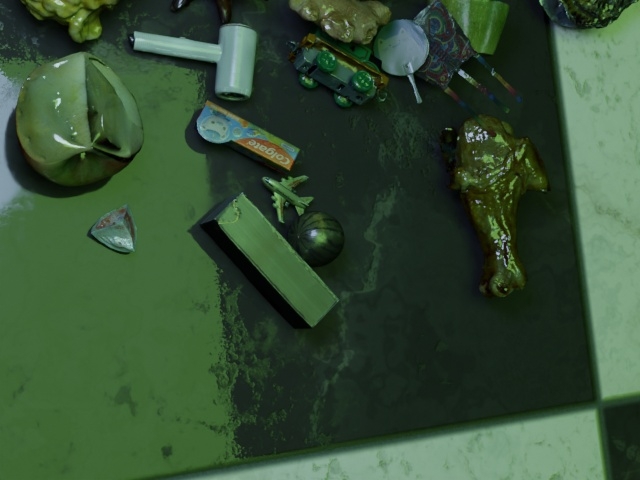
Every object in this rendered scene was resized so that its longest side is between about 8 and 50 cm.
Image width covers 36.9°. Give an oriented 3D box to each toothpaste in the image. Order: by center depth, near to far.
[{"bbox_3d":[-0.139,-0.179,1.765,0.193,0.044,0.070,27,74,-8],"label":"toothpaste"}]

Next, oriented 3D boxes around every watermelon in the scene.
[{"bbox_3d":[-0.346,-0.017,1.662,0.085,0.061,0.085,4,75,-16],"label":"watermelon"},{"bbox_3d":[0.000,0.000,1.789,0.133,0.105,0.105,15,77,-44],"label":"watermelon"}]

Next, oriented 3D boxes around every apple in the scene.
[{"bbox_3d":[-0.404,-0.197,1.603,0.207,0.174,0.188,-9,68,-22],"label":"apple"}]

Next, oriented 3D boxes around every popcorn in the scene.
[{"bbox_3d":[-0.405,-0.465,1.627,0.235,0.181,0.216,-36,100,-18],"label":"popcorn"}]

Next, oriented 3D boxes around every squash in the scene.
[{"bbox_3d":[0.295,-0.435,1.940,0.170,0.170,0.122,-1,97,-23],"label":"squash"}]

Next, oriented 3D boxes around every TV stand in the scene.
[{"bbox_3d":[-0.094,0.040,1.748,0.083,0.088,0.269,-45,101,-20],"label":"TV stand"}]

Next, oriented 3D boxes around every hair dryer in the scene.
[{"bbox_3d":[-0.235,-0.338,1.747,0.237,0.073,0.131,8,82,-19],"label":"hair dryer"}]

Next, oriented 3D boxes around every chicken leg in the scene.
[{"bbox_3d":[0.371,-0.082,1.937,0.212,0.140,0.360,-18,91,-3],"label":"chicken leg"}]

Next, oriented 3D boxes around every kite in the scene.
[{"bbox_3d":[0.273,-0.331,1.883,0.285,0.152,0.015,48,30,15],"label":"kite"}]

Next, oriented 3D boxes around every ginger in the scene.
[{"bbox_3d":[0.045,-0.422,1.800,0.213,0.074,0.137,17,57,-31],"label":"ginger"}]

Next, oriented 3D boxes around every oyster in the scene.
[{"bbox_3d":[0.626,-0.575,2.114,0.351,0.158,0.162,-31,139,-30],"label":"oyster"}]

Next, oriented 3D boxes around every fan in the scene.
[{"bbox_3d":[0.170,-0.355,1.913,0.113,0.005,0.175,-20,88,19],"label":"fan"}]

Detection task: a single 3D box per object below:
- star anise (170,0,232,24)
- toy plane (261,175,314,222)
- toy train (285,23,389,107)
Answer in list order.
[{"bbox_3d":[-0.185,-0.532,1.775,0.272,0.102,0.271,0,99,3],"label":"star anise"},{"bbox_3d":[-0.066,-0.087,1.802,0.111,0.040,0.102,32,71,-16],"label":"toy plane"},{"bbox_3d":[0.039,-0.347,1.853,0.228,0.091,0.136,24,65,-19],"label":"toy train"}]
